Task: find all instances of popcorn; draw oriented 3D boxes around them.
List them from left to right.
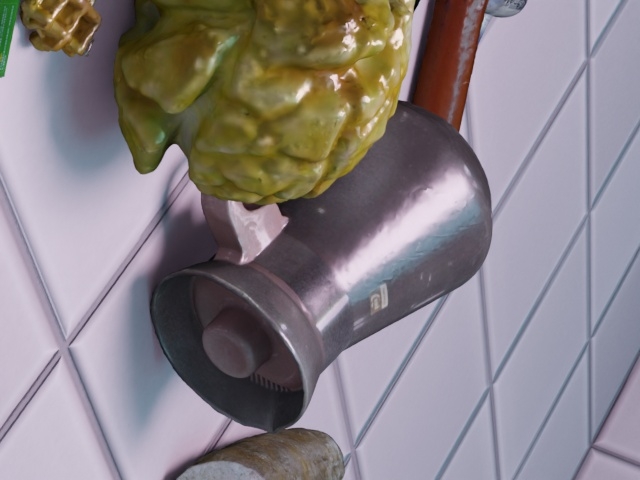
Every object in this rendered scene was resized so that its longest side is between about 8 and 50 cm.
[{"bbox_3d":[-0.048,-0.169,1.625,0.282,0.282,0.247,-40,141,-51],"label":"popcorn"}]

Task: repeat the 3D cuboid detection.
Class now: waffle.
[{"bbox_3d":[-0.186,-0.245,1.503,0.160,0.046,0.192,-31,137,-56],"label":"waffle"}]

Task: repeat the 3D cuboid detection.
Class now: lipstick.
[{"bbox_3d":[0.173,-0.295,2.249,0.077,0.077,0.418,-30,137,-57],"label":"lipstick"}]

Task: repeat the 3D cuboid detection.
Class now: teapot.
[{"bbox_3d":[0.000,0.000,1.910,0.344,0.253,0.300,-45,129,-37],"label":"teapot"}]

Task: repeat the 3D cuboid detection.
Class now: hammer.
[{"bbox_3d":[0.197,-0.266,2.357,0.194,0.069,0.116,-65,159,10],"label":"hammer"}]

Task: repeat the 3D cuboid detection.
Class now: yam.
[{"bbox_3d":[-0.061,0.289,2.139,0.330,0.133,0.133,-12,120,-67],"label":"yam"}]

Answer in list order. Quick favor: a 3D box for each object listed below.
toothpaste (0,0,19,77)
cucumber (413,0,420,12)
[{"bbox_3d":[-0.250,-0.212,1.397,0.043,0.037,0.178,-22,129,-65],"label":"toothpaste"},{"bbox_3d":[0.107,-0.307,2.112,0.052,0.058,0.215,45,59,-28],"label":"cucumber"}]
